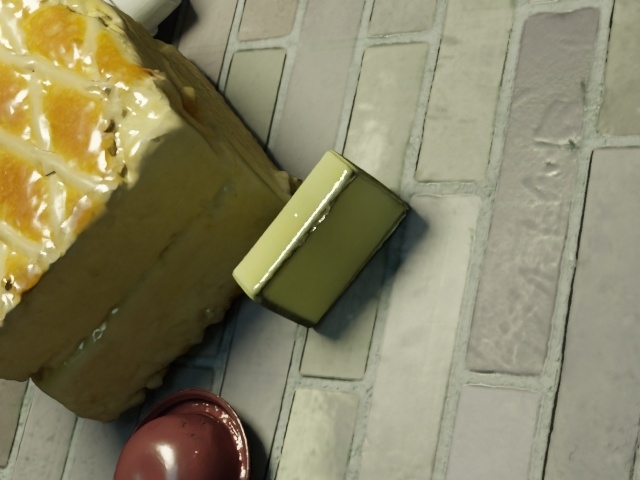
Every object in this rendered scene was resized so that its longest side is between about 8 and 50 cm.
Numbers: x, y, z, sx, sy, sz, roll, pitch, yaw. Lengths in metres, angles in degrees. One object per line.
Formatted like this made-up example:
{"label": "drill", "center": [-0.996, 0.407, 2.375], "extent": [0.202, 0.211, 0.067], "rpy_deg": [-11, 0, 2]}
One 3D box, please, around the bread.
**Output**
{"label": "bread", "center": [-0.272, -0.057, 1.416], "extent": [0.371, 0.279, 0.390], "rpy_deg": [-47, 54, 13]}

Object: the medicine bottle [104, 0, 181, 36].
{"label": "medicine bottle", "center": [-0.301, -0.266, 1.606], "extent": [0.247, 0.147, 0.147], "rpy_deg": [-38, 54, 17]}

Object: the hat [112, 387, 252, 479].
{"label": "hat", "center": [-0.161, 0.254, 1.323], "extent": [0.205, 0.089, 0.205], "rpy_deg": [-14, 64, 31]}

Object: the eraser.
{"label": "eraser", "center": [0.000, 0.000, 1.293], "extent": [0.172, 0.117, 0.058], "rpy_deg": [-52, 51, 7]}
